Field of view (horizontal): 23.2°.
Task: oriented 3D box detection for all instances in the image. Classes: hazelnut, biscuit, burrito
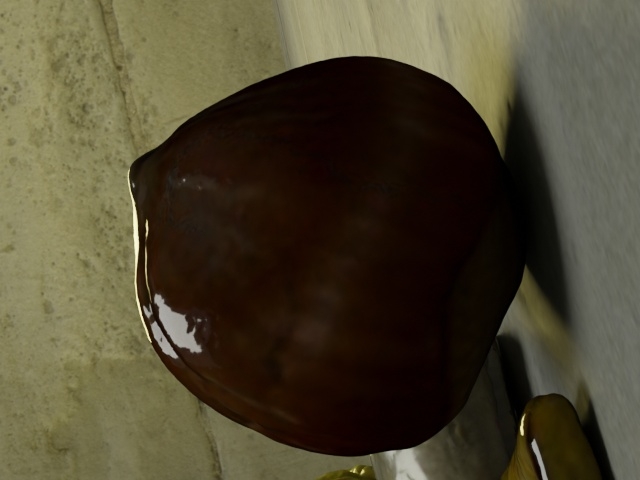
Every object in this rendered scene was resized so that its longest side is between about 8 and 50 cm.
[{"bbox_3d":[0.000,0.000,0.848,0.229,0.229,0.230,167,90,-87],"label":"hazelnut"},{"bbox_3d":[0.135,0.178,0.821,0.183,0.039,0.174,84,170,-72],"label":"biscuit"},{"bbox_3d":[0.097,0.207,0.975,0.143,0.105,0.299,65,-167,-78],"label":"burrito"}]

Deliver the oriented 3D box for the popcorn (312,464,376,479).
[{"bbox_3d":[0.049,0.357,1.576,0.270,0.224,0.258,113,137,-75],"label":"popcorn"}]
